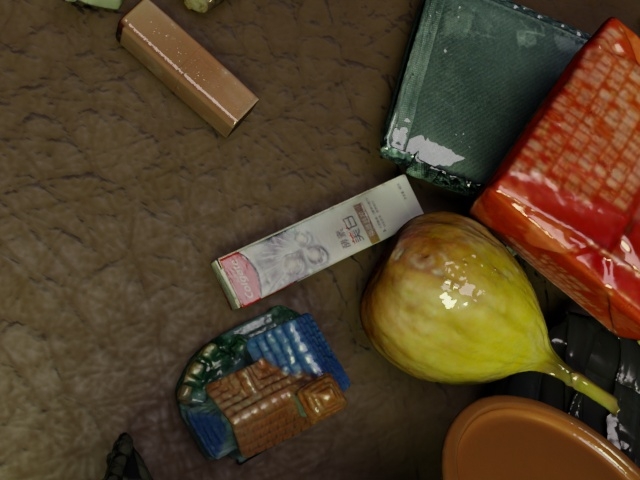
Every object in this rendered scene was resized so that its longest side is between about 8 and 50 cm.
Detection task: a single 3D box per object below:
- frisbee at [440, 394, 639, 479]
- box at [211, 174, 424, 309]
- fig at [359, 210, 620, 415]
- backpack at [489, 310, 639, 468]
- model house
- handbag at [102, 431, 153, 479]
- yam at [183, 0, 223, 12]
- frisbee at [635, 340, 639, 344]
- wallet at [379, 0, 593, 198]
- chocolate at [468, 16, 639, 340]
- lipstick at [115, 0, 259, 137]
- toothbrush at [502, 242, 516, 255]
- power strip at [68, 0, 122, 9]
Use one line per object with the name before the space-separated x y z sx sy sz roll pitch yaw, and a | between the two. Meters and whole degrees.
frisbee | 0.198 0.223 0.630 0.251 0.021 0.251 23 34 -16
box | 0.000 0.000 0.807 0.218 0.039 0.055 -26 89 -21
fig | 0.161 0.080 0.756 0.257 0.159 0.159 34 69 14
backpack | 0.246 0.195 0.809 0.206 0.133 0.258 27 65 -15
model house | -0.042 0.123 0.709 0.148 0.149 0.119 -24 86 -24
handbag | 0.000 0.294 0.602 0.416 0.317 0.180 28 85 -14
yam | -0.056 -0.322 0.849 0.057 0.057 0.241 44 69 -5
frisbee | 0.432 0.193 0.923 0.236 0.017 0.236 4 77 -18
wallet | 0.241 -0.128 0.890 0.342 0.075 0.237 19 69 -11
chocolate | 0.290 -0.050 0.795 0.235 0.108 0.237 38 70 -4
lipstick | -0.130 -0.167 0.796 0.145 0.045 0.045 42 67 -5
toothbrush | 0.286 -0.027 0.915 0.263 0.026 0.022 -24 96 -22
power strip | -0.194 -0.381 0.791 0.058 0.098 0.338 9 76 -17
